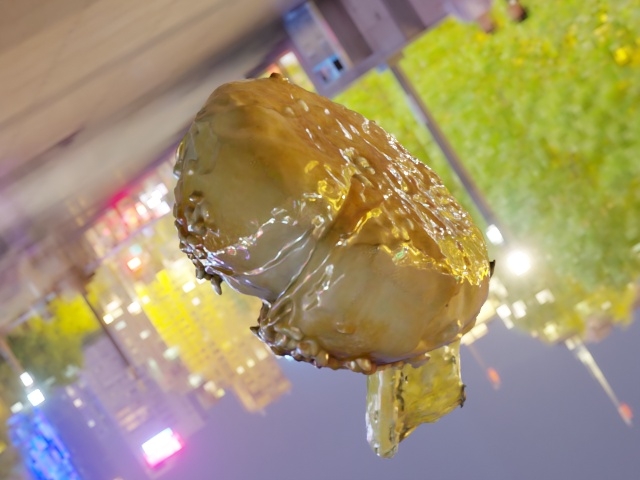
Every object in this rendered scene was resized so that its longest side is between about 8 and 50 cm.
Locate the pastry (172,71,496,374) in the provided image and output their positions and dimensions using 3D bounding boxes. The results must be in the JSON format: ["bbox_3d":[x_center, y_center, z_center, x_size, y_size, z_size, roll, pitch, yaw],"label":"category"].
[{"bbox_3d":[0.000,0.000,1.200,0.184,0.316,0.284,-52,-169,23],"label":"pastry"}]

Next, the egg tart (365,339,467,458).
[{"bbox_3d":[0.122,0.113,1.742,0.132,0.345,0.345,-2,-175,3],"label":"egg tart"}]
